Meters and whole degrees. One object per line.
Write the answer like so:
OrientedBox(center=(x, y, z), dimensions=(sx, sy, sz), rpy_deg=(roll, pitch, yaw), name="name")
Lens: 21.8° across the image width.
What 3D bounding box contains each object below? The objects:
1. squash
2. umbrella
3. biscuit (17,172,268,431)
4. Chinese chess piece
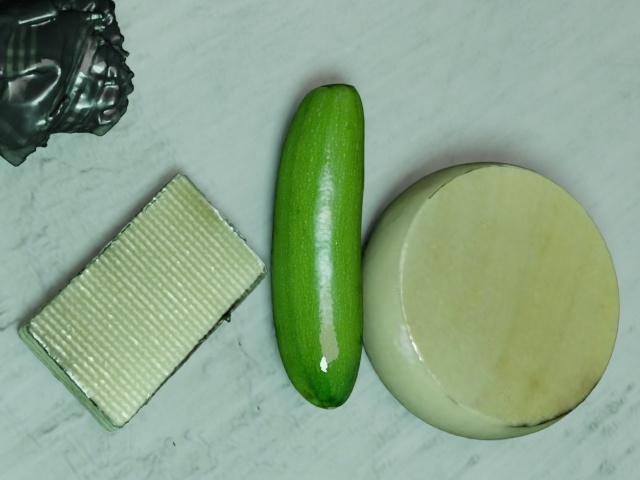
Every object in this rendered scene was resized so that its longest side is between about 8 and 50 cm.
OrientedBox(center=(-0.002, 0.001, 1.440), dimensions=(0.082, 0.082, 0.293), rpy_deg=(7, 75, -24), name="squash")
OrientedBox(center=(-0.317, -0.118, 1.302), dimensions=(0.336, 0.128, 0.154), rpy_deg=(-15, 71, -21), name="umbrella")
OrientedBox(center=(-0.145, 0.051, 1.387), dimensions=(0.121, 0.040, 0.199), rpy_deg=(48, 64, -7), name="biscuit")
OrientedBox(center=(0.149, 0.054, 1.493), dimensions=(0.250, 0.097, 0.251), rpy_deg=(5, 78, -25), name="Chinese chess piece")
